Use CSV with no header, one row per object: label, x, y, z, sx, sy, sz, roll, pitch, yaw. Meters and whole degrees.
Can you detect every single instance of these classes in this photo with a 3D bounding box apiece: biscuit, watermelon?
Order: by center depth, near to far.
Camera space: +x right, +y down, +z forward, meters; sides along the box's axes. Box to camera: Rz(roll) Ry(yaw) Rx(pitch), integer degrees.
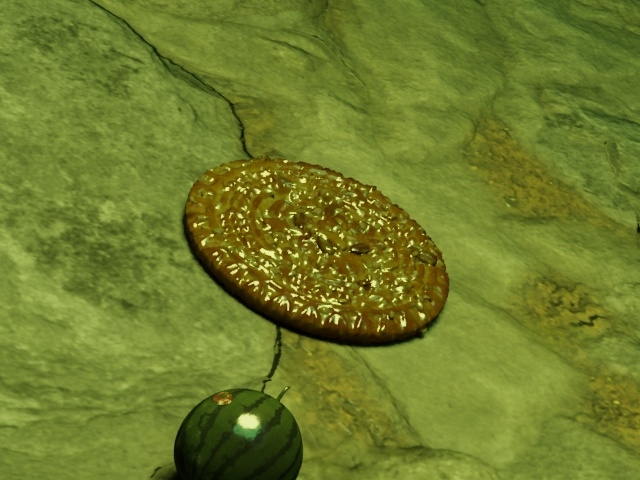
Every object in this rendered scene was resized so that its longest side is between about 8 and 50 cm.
watermelon,-0.061,0.168,1.296,0.105,0.105,0.133,32,51,14
biscuit,0.000,0.000,1.655,0.305,0.038,0.305,16,32,-11
